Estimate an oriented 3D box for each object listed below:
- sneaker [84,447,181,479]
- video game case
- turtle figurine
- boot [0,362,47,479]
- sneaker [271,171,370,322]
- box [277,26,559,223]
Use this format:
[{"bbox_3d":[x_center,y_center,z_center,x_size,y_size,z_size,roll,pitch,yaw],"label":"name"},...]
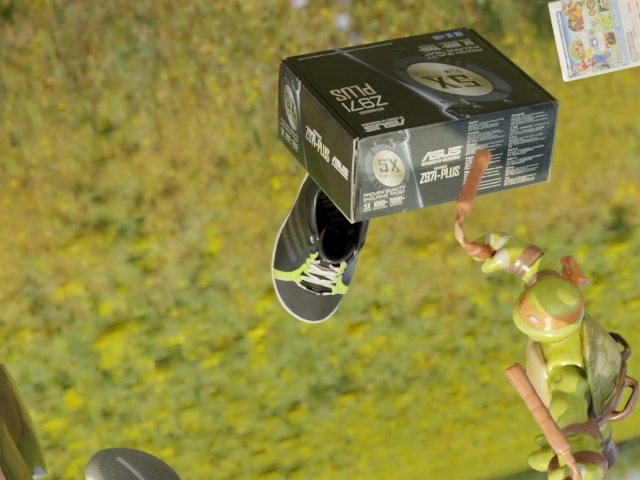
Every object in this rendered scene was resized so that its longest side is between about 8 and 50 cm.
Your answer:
[{"bbox_3d":[-0.098,0.188,1.085,0.061,0.053,0.152,-32,122,32],"label":"sneaker"},{"bbox_3d":[0.307,-0.222,1.784,0.122,0.087,0.011,-12,-163,7],"label":"video game case"},{"bbox_3d":[0.151,0.082,1.056,0.087,0.269,0.217,-15,134,1],"label":"turtle figurine"},{"bbox_3d":[-0.309,0.189,1.490,0.115,0.112,0.305,-26,-171,0],"label":"boot"},{"bbox_3d":[0.000,0.000,1.646,0.084,0.097,0.234,11,126,-3],"label":"sneaker"},{"bbox_3d":[0.075,-0.097,1.364,0.180,0.147,0.077,-12,125,-21],"label":"box"}]
